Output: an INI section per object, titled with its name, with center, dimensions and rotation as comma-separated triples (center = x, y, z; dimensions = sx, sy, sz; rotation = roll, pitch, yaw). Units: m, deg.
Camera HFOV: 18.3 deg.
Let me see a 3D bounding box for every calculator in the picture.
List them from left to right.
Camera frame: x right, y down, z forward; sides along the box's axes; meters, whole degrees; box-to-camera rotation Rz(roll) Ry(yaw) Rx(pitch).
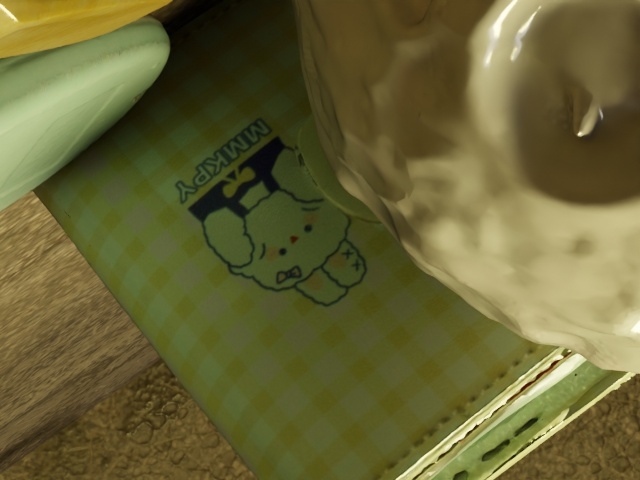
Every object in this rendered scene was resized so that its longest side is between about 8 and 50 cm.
[calculator]
center = -0.185, -0.031, 0.942
dimensions = 0.295, 0.042, 0.184
rotation = -32, 173, -42

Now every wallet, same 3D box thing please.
[wallet]
center = 0.000, 0.000, 1.035
dimensions = 0.223, 0.309, 0.077
rotation = -39, 150, -2

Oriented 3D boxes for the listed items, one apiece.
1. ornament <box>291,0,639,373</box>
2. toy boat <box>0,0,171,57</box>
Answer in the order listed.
[ornament]
center = 0.147, -0.105, 0.829
dimensions = 0.337, 0.337, 0.337
rotation = -36, 175, -4
[toy boat]
center = -0.100, -0.105, 0.666
dimensions = 0.057, 0.077, 0.200
rotation = -25, -178, 20
